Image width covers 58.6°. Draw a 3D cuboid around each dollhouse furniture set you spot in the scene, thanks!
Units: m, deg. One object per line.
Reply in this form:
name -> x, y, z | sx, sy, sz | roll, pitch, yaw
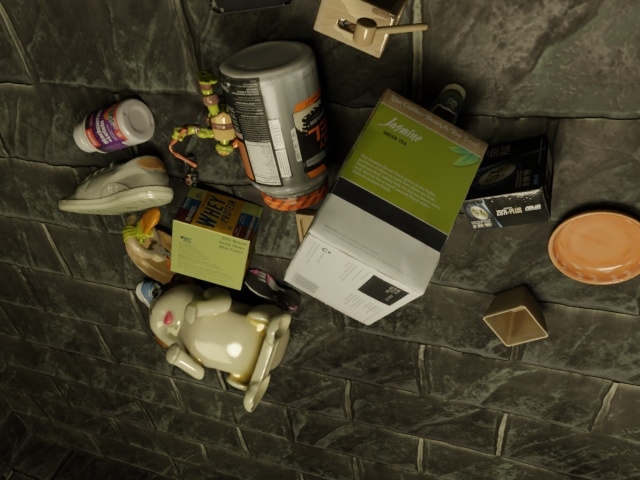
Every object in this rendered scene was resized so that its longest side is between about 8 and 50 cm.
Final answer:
dollhouse furniture set -> 0.000, 0.000, 1.407 | 0.151, 0.123, 0.144 | 8, 133, 18

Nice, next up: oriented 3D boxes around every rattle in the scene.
rattle -> -0.441, -0.006, 1.597 | 0.143, 0.130, 0.199 | -37, 124, 8

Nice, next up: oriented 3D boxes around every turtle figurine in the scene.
turtle figurine -> -0.205, -0.273, 1.283 | 0.270, 0.087, 0.217 | 2, 131, -7

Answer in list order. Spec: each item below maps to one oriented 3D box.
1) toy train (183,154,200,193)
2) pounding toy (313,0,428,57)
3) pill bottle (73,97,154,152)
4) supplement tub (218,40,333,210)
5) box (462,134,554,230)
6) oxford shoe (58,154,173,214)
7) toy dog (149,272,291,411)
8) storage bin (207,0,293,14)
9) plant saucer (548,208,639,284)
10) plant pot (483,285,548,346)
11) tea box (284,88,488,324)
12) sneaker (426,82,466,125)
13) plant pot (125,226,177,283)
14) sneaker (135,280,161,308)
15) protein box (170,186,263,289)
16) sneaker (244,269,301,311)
toy train -> -0.336, -0.157, 1.490 | 0.036, 0.027, 0.158 | 16, 135, 14
pounding toy -> 0.085, -0.365, 0.975 | 0.181, 0.206, 0.094 | 25, 136, 2
pill bottle -> -0.514, -0.276, 1.406 | 0.194, 0.108, 0.108 | -9, 125, 31
supplement tub -> -0.081, -0.231, 1.182 | 0.194, 0.193, 0.315 | 5, 132, 21
box -> 0.362, -0.112, 1.096 | 0.148, 0.180, 0.077 | -7, 128, 31
oxford shoe -> -0.558, -0.142, 1.547 | 0.450, 0.169, 0.129 | -7, 87, 39
toy dog -> -0.302, 0.241, 1.653 | 0.408, 0.395, 0.284 | 20, 105, 7
storage bin -> -0.125, -0.496, 1.041 | 0.180, 0.084, 0.122 | 2, 131, 22
plant saucer -> 0.590, 0.010, 1.204 | 0.200, 0.037, 0.199 | 14, 135, 14
plant pot -> 0.471, 0.173, 1.365 | 0.109, 0.096, 0.109 | -26, 114, 40
tea box -> 0.111, -0.046, 1.107 | 0.220, 0.323, 0.329 | 29, 159, -2
sneaker -> 0.219, -0.217, 1.133 | 0.064, 0.086, 0.192 | 28, 136, -1
plant pot -> -0.482, 0.043, 1.738 | 0.237, 0.032, 0.236 | 13, 135, 14
sneaker -> -0.521, 0.216, 1.880 | 0.081, 0.080, 0.211 | -13, 125, 37
protein box -> -0.275, -0.004, 1.505 | 0.200, 0.135, 0.201 | 16, 136, -2
sneaker -> -0.148, 0.158, 1.664 | 0.178, 0.072, 0.077 | 34, 146, 0
